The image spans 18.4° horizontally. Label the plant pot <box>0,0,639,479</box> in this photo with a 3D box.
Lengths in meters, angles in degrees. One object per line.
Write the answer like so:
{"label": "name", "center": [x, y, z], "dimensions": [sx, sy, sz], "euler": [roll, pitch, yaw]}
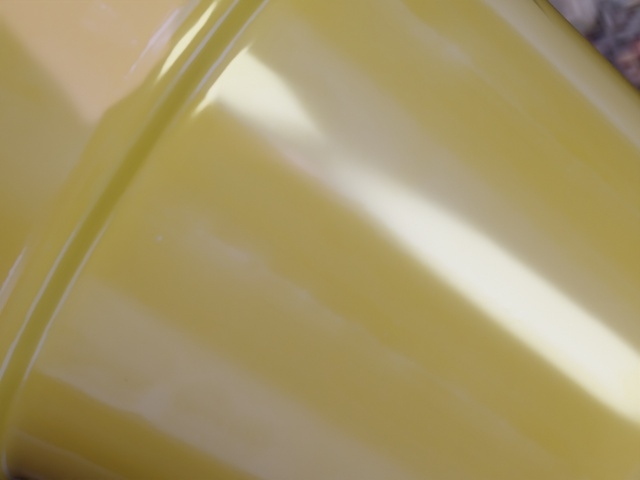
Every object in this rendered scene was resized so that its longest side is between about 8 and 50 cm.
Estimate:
{"label": "plant pot", "center": [0.000, 0.000, 0.614], "dimensions": [0.239, 0.254, 0.254], "euler": [34, 75, 7]}
